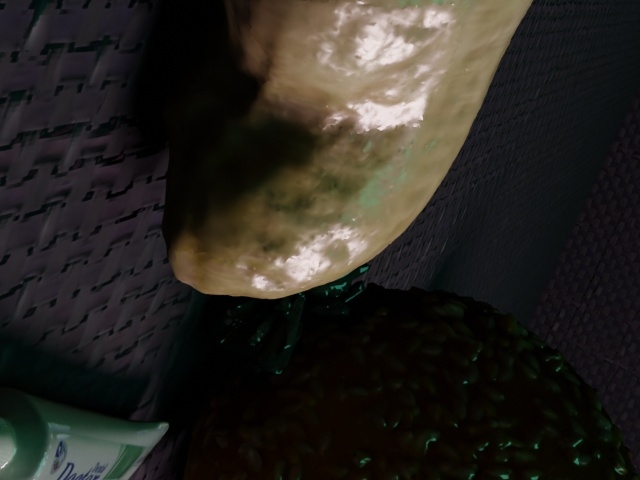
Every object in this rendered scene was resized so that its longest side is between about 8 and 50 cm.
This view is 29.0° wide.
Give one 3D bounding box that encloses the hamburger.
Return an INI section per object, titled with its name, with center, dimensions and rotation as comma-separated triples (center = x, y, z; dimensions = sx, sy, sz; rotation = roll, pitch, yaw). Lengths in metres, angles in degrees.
[hamburger]
center = 0.052, 0.170, 0.737
dimensions = 0.291, 0.291, 0.225
rotation = -53, 165, -35

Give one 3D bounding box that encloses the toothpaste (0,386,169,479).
[toothpaste]
center = -0.107, 0.092, 0.522
dimensions = 0.064, 0.041, 0.218
rotation = -50, 166, -7

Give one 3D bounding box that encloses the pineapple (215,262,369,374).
[pineapple]
center = 0.000, 0.000, 0.678
dimensions = 0.159, 0.074, 0.074
rotation = -55, 164, -12

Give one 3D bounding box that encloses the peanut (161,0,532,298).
[peanut]
center = 0.009, -0.085, 0.462
dimensions = 0.137, 0.122, 0.253
rotation = -31, 150, -48
